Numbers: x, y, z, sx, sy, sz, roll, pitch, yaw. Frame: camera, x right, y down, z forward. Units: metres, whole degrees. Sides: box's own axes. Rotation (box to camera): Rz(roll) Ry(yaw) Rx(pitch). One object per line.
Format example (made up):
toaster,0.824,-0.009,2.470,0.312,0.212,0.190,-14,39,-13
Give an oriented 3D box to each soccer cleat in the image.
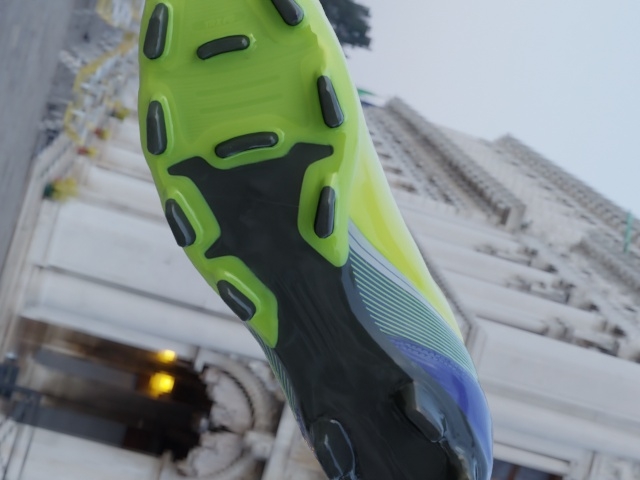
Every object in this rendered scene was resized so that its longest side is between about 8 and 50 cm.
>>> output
soccer cleat,-0.001,0.001,0.506,0.121,0.093,0.289,-78,146,-70
